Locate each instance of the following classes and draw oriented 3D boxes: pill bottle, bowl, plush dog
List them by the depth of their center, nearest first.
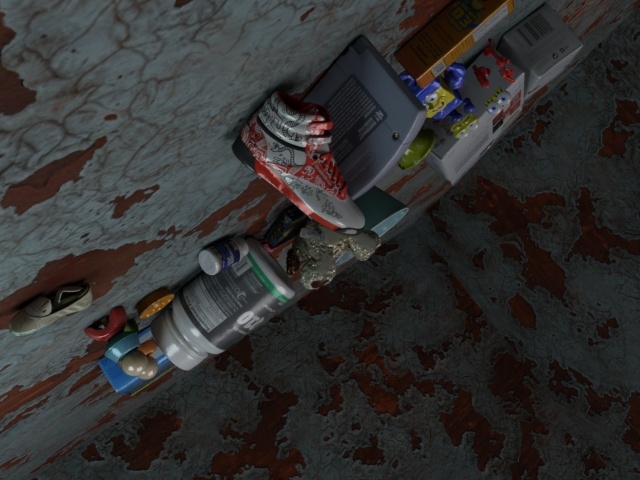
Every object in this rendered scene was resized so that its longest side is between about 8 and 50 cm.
[{"bbox_3d":[-0.235,0.035,1.550,0.120,0.067,0.067,-28,167,-47],"label":"pill bottle"},{"bbox_3d":[-0.265,0.174,1.699,0.361,0.204,0.204,-38,171,4],"label":"pill bottle"},{"bbox_3d":[0.000,0.000,1.752,0.262,0.211,0.225,-31,-174,-24],"label":"plush dog"},{"bbox_3d":[0.121,-0.071,2.082,0.311,0.163,0.311,-37,170,-7],"label":"bowl"}]

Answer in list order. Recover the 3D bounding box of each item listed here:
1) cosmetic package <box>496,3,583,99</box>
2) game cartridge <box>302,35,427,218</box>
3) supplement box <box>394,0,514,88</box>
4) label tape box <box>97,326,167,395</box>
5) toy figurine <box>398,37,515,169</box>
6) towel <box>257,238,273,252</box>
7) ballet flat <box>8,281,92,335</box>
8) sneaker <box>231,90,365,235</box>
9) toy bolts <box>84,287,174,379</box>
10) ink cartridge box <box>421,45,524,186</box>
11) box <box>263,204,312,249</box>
[{"bbox_3d":[0.583,-0.507,1.715,0.151,0.151,0.184,-36,171,0],"label":"cosmetic package"},{"bbox_3d":[0.041,-0.182,1.118,0.297,0.198,0.062,-43,174,32],"label":"game cartridge"},{"bbox_3d":[0.260,-0.407,1.222,0.233,0.078,0.080,-40,167,13],"label":"supplement box"},{"bbox_3d":[-0.522,0.361,1.946,0.249,0.115,0.348,-35,173,-15],"label":"label tape box"},{"bbox_3d":[0.234,-0.337,1.454,0.217,0.191,0.362,13,144,-39],"label":"toy figurine"},{"bbox_3d":[-0.254,0.094,1.893,0.275,0.031,0.199,-39,172,7],"label":"towel"},{"bbox_3d":[-0.478,0.114,1.116,0.168,0.057,0.052,-30,141,-58],"label":"ballet flat"},{"bbox_3d":[-0.003,-0.130,1.046,0.145,0.270,0.090,-50,-170,25],"label":"sneaker"},{"bbox_3d":[-0.430,0.238,1.524,0.218,0.158,0.228,-38,171,3],"label":"toy bolts"},{"bbox_3d":[0.411,-0.328,1.741,0.309,0.130,0.272,-47,159,3],"label":"ink cartridge box"},{"bbox_3d":[-0.044,-0.072,1.821,0.233,0.044,0.159,-30,168,-39],"label":"box"}]
